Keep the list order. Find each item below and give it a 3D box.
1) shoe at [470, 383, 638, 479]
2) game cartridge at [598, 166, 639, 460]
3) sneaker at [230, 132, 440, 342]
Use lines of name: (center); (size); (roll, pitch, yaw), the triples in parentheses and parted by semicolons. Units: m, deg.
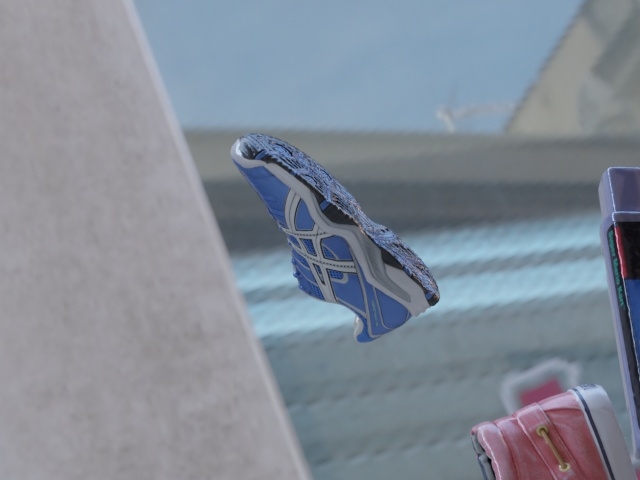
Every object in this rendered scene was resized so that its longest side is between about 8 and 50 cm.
shoe: (0.144, 0.173, 1.061); (0.081, 0.178, 0.063); (-17, -15, -6)
game cartridge: (0.394, 0.089, 1.828); (0.230, 0.355, 0.068); (2, -30, -13)
sneaker: (0.000, 0.000, 1.552); (0.081, 0.080, 0.211); (-42, -78, 16)
